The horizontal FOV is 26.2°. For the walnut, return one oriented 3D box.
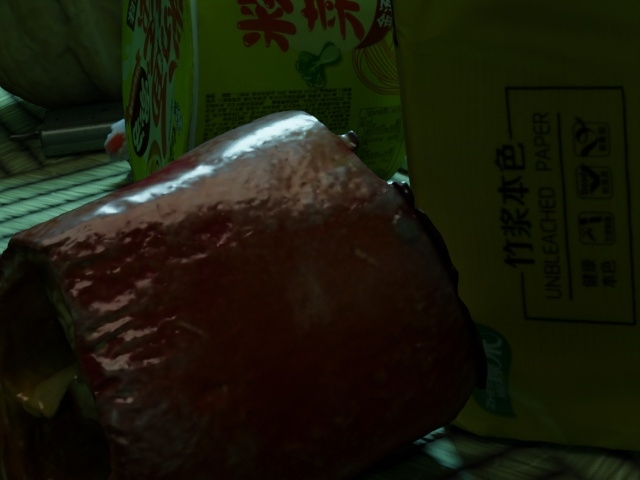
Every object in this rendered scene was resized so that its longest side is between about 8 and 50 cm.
[{"bbox_3d":[-0.307,-0.308,1.708,0.333,0.332,0.333,-5,25,3],"label":"walnut"}]

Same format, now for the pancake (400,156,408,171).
[{"bbox_3d":[0.185,-0.124,1.517,0.254,0.037,0.253,-5,25,2],"label":"pancake"}]

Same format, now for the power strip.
[{"bbox_3d":[-0.242,-0.141,1.657,0.268,0.034,0.092,-8,26,-3],"label":"power strip"}]

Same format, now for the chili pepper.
[{"bbox_3d":[-0.071,0.066,0.932,0.305,0.251,0.229,-24,26,-31],"label":"chili pepper"}]

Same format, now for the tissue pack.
[{"bbox_3d":[0.198,-0.080,1.026,0.228,0.382,0.293,1,27,23],"label":"tissue pack"}]

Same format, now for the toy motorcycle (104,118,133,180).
[{"bbox_3d":[-0.127,-0.156,1.476,0.260,0.110,0.171,-32,-11,19],"label":"toy motorcycle"}]

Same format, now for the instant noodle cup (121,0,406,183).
[{"bbox_3d":[-0.052,-0.166,1.279,0.222,0.311,0.311,-2,23,-19],"label":"instant noodle cup"}]
